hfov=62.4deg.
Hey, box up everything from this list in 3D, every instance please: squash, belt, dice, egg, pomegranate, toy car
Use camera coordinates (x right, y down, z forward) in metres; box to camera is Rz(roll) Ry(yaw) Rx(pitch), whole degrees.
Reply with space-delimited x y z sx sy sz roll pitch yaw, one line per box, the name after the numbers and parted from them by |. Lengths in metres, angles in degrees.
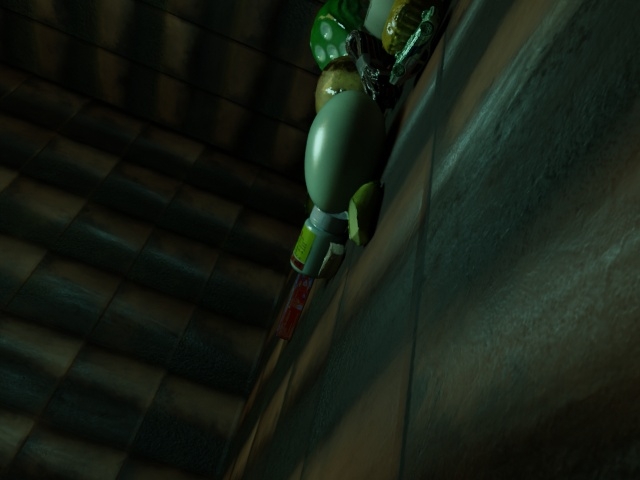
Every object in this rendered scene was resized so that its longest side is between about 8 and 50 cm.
0.107 -0.089 1.335 0.090 0.075 0.200 75 -151 -52 | squash
0.174 -0.596 1.814 0.126 0.094 0.360 114 147 -46 | belt
0.150 -0.845 2.225 0.297 0.300 0.287 -36 -11 -28 | dice
0.069 -0.259 1.561 0.230 0.229 0.371 173 112 -84 | egg
0.113 -0.552 2.041 0.322 0.322 0.322 -159 90 -85 | pomegranate
0.266 -0.525 1.446 0.224 0.076 0.090 -52 14 44 | toy car

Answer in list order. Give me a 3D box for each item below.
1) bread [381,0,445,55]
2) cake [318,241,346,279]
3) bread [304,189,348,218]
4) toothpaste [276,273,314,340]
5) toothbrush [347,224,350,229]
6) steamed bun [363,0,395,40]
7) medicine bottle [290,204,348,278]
0.269 -0.649 1.550 0.240 0.139 0.240 -158 90 -85 | bread
0.034 0.067 1.608 0.065 0.052 0.121 -84 15 -53 | cake
0.054 -0.187 1.776 0.133 0.174 0.252 -64 -10 -68 | bread
-0.095 0.243 2.139 0.076 0.066 0.321 -138 70 -84 | toothpaste
0.121 -0.124 1.659 0.019 0.013 0.193 173 118 -77 | toothbrush
0.280 -0.837 1.802 0.324 0.206 0.325 -165 90 -89 | steamed bun
0.000 0.000 1.709 0.139 0.139 0.226 -81 13 -67 | medicine bottle
